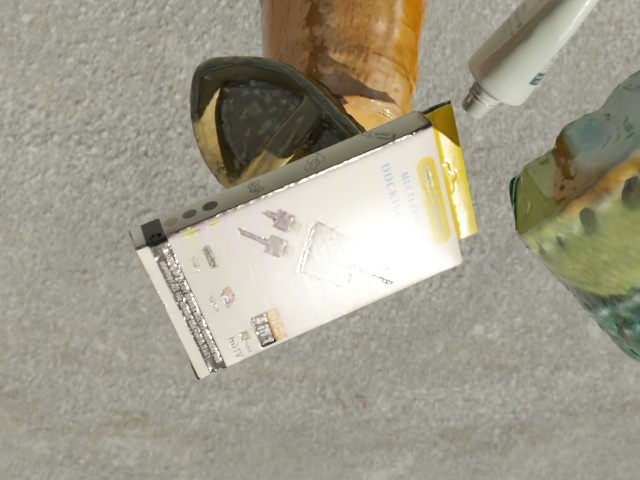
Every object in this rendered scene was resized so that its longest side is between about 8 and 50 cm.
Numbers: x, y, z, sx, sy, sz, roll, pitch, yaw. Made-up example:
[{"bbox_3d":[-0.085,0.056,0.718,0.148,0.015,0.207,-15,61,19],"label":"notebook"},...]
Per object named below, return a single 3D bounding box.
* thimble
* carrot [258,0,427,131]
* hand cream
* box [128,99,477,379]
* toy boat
[{"bbox_3d":[0.266,-0.058,0.547,0.288,0.254,0.167,-41,83,15],"label":"thimble"},{"bbox_3d":[0.014,-0.215,0.847,0.195,0.254,0.196,5,157,2],"label":"carrot"},{"bbox_3d":[0.260,-0.262,0.914,0.077,0.124,0.341,33,121,-6],"label":"hand cream"},{"bbox_3d":[0.000,0.000,0.629,0.247,0.033,0.129,-24,125,-6],"label":"box"},{"bbox_3d":[-0.028,-0.081,0.733,0.188,0.061,0.116,45,109,1],"label":"toy boat"}]
